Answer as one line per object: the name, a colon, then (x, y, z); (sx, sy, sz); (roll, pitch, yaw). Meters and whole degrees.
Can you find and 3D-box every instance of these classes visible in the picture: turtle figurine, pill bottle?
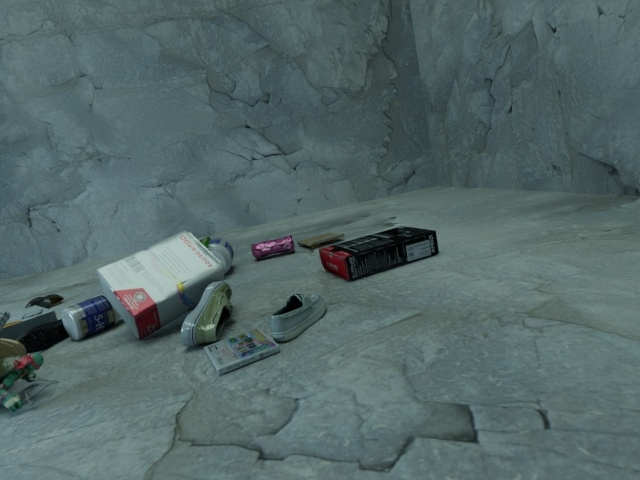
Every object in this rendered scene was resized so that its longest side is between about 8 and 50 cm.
turtle figurine: (-0.720, 0.322, 0.938); (0.234, 0.118, 0.175); (-21, 8, -12)
pill bottle: (-0.473, 0.081, 1.837); (0.152, 0.152, 0.272); (-13, 11, -7)
pill bottle: (-0.739, 0.244, 1.363); (0.112, 0.112, 0.186); (-3, 14, 39)

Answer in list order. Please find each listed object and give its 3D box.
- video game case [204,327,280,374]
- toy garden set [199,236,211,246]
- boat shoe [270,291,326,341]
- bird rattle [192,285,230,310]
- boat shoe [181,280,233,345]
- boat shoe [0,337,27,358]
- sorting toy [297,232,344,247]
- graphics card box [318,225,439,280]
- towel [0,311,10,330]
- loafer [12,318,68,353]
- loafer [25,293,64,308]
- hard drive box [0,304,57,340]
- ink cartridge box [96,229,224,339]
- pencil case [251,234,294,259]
video game case: (-0.188, 0.255, 0.960); (0.143, 0.019, 0.157); (-16, 10, -24)
toy garden set: (-0.581, 0.098, 1.739); (0.203, 0.049, 0.244); (-17, 44, 49)
boat shoe: (-0.054, 0.176, 1.056); (0.079, 0.081, 0.227); (-6, 12, 28)
bird rattle: (-0.438, 0.192, 1.419); (0.253, 0.143, 0.207); (-2, 18, -22)
boat shoe: (-0.297, 0.208, 1.163); (0.094, 0.109, 0.302); (4, 21, 3)
boat shoe: (-0.957, 0.341, 1.129); (0.285, 0.103, 0.092); (-13, -22, -12)
sorting toy: (0.000, 0.000, 2.089); (0.192, 0.038, 0.208); (-16, 7, -21)
graphics card box: (0.208, 0.037, 1.486); (0.370, 0.094, 0.232); (-16, 11, -19)
towel: (-0.914, 0.279, 0.948); (0.283, 0.121, 0.235); (-30, 33, 10)
loafer: (-0.890, 0.308, 1.308); (0.078, 0.076, 0.223); (-14, 5, 13)
loafer: (-1.256, 0.284, 1.864); (0.061, 0.062, 0.170); (-4, 13, 15)
hard drive box: (-1.049, 0.308, 1.427); (0.232, 0.089, 0.181); (-3, 13, 41)
ink cartridge box: (-0.488, 0.127, 1.279); (0.226, 0.131, 0.306); (39, 47, 25)
pencil case: (-0.231, 0.037, 1.993); (0.209, 0.095, 0.098); (-15, 31, -5)
